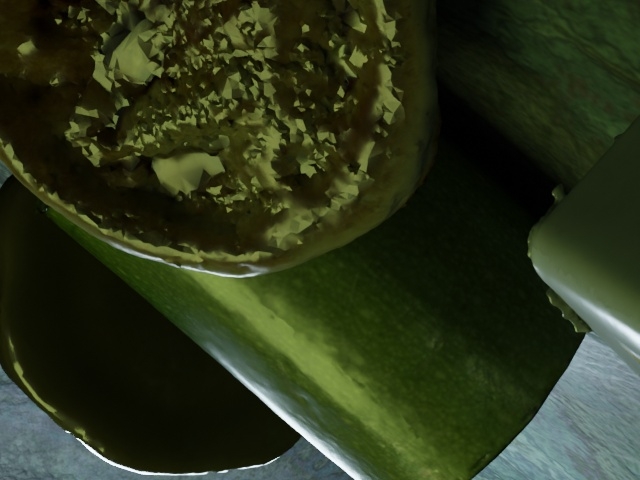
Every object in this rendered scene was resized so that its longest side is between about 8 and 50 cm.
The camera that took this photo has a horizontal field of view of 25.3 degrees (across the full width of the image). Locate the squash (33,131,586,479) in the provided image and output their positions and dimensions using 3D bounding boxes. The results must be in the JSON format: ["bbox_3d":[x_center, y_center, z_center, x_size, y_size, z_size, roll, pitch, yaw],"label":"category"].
[{"bbox_3d":[0.000,0.000,1.131,0.384,0.263,0.263,40,165,-8],"label":"squash"}]

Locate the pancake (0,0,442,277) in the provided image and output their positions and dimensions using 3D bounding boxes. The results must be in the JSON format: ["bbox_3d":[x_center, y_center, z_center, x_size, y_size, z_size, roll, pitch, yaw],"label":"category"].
[{"bbox_3d":[-0.084,-0.124,0.899,0.356,0.065,0.356,6,124,9],"label":"pancake"}]

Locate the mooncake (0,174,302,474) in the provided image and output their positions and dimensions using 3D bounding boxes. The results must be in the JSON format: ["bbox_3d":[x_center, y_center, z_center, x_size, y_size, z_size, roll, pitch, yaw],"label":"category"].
[{"bbox_3d":[-0.138,0.030,1.362,0.378,0.378,0.201,43,169,-18],"label":"mooncake"}]

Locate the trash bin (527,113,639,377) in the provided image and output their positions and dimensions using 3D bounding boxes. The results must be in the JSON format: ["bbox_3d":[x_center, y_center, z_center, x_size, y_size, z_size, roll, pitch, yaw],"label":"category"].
[{"bbox_3d":[0.282,0.018,0.624,0.256,0.296,0.367,41,179,-20],"label":"trash bin"}]
